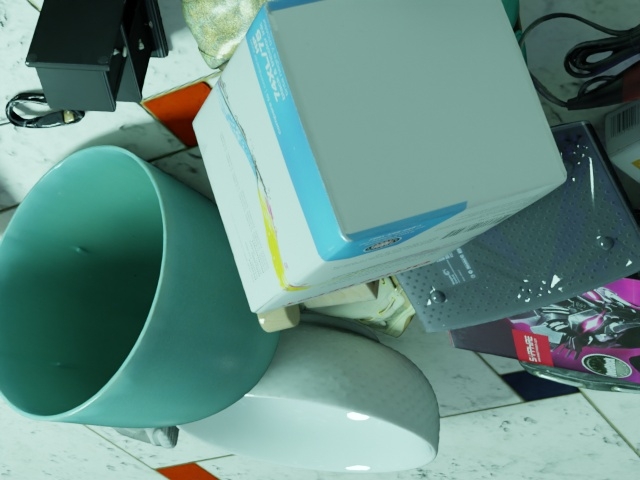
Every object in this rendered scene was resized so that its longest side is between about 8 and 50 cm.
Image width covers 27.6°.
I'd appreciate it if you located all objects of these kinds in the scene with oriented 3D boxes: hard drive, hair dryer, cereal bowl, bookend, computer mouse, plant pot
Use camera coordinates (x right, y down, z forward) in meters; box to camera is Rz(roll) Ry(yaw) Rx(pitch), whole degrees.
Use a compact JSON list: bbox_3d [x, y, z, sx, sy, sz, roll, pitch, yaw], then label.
[{"bbox_3d":[0.179,-0.015,1.266,0.254,0.054,0.172,-21,107,34],"label":"hard drive"},{"bbox_3d":[0.338,-0.167,1.105,0.293,0.080,0.224,29,136,-1],"label":"hair dryer"},{"bbox_3d":[-0.012,0.185,1.646,0.339,0.141,0.339,7,156,3],"label":"cereal bowl"},{"bbox_3d":[-0.194,-0.165,1.164,0.072,0.157,0.156,4,146,6],"label":"bookend"},{"bbox_3d":[-0.354,-0.107,1.385,0.242,0.041,0.071,-14,140,27],"label":"computer mouse"},{"bbox_3d":[-0.182,0.072,1.418,0.293,0.293,0.235,-22,150,36],"label":"plant pot"}]

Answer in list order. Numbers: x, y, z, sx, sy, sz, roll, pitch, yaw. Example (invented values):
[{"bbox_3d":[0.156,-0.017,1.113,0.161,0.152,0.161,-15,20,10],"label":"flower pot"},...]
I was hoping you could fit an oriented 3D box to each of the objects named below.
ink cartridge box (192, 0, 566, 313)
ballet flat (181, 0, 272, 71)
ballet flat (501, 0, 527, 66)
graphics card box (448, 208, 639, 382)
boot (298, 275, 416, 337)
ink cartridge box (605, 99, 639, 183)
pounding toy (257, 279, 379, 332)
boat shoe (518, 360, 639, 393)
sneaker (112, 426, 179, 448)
[{"bbox_3d":[0.034,-0.077,1.104,0.198,0.197,0.270,-16,170,-21],"label":"ink cartridge box"},{"bbox_3d":[0.014,-0.249,1.055,0.348,0.123,0.123,-25,135,36],"label":"ballet flat"},{"bbox_3d":[0.143,-0.186,1.165,0.073,0.080,0.232,26,151,24],"label":"ballet flat"},{"bbox_3d":[0.308,0.059,1.395,0.370,0.094,0.233,9,149,19],"label":"graphics card box"},{"bbox_3d":[0.038,0.037,1.496,0.165,0.077,0.213,13,150,-5],"label":"boot"},{"bbox_3d":[0.466,-0.051,1.295,0.371,0.069,0.175,33,138,-29],"label":"ink cartridge box"},{"bbox_3d":[-0.004,0.000,1.329,0.094,0.206,0.181,-9,143,22],"label":"pounding toy"},{"bbox_3d":[0.389,0.123,1.544,0.335,0.121,0.119,7,156,19],"label":"boat shoe"},{"bbox_3d":[-0.274,0.217,1.795,0.115,0.105,0.281,1,146,8],"label":"sneaker"}]
